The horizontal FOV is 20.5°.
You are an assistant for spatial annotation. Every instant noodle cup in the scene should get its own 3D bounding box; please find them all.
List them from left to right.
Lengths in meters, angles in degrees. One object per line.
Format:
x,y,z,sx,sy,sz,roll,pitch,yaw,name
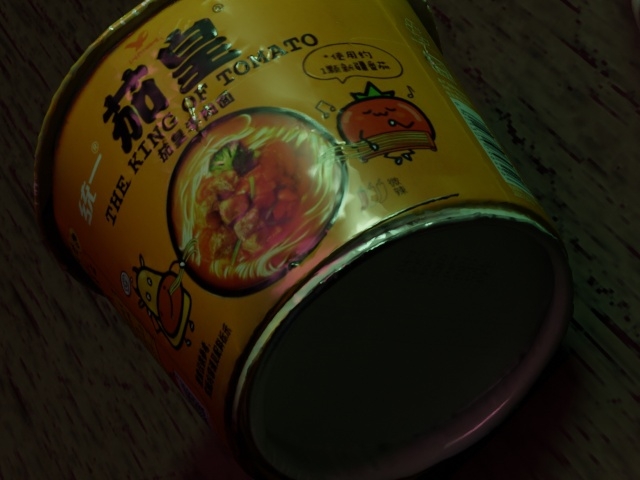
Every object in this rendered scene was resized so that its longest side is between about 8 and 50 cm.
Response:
0.000,0.000,0.790,0.216,0.215,0.172,-48,49,14,instant noodle cup

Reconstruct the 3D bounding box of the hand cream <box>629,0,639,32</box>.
0.172,-0.196,0.830,0.124,0.077,0.341,-32,41,31,hand cream
